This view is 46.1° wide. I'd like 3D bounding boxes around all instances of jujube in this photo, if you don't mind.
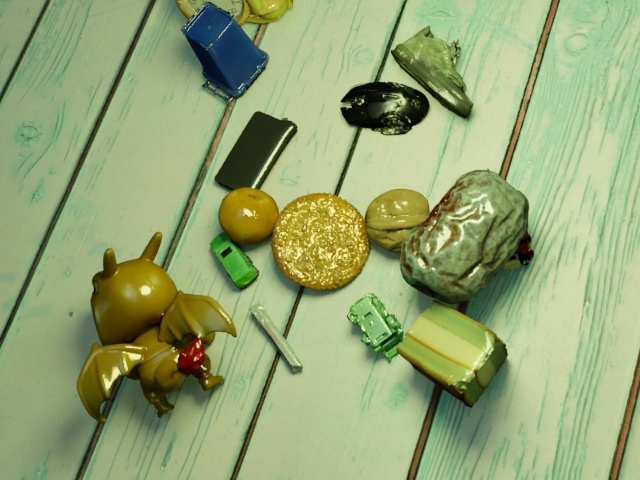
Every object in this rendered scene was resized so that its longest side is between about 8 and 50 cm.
[{"bbox_3d":[0.321,-0.008,1.665,0.226,0.226,0.317,36,88,25],"label":"jujube"}]

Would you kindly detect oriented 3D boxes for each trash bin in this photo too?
[{"bbox_3d":[-0.270,-0.515,2.056,0.162,0.234,0.184,35,83,25],"label":"trash bin"}]

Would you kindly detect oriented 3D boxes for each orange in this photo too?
[{"bbox_3d":[-0.184,-0.059,1.916,0.159,0.159,0.136,31,125,25],"label":"orange"}]

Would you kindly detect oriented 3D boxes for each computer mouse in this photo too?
[{"bbox_3d":[0.164,-0.355,1.950,0.241,0.077,0.147,2,69,18],"label":"computer mouse"}]

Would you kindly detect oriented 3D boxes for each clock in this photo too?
[{"bbox_3d":[-0.255,-0.729,2.139,0.316,0.244,0.200,-8,48,20],"label":"clock"}]

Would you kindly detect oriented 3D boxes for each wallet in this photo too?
[{"bbox_3d":[-0.174,-0.236,2.032,0.149,0.044,0.250,25,80,28],"label":"wallet"}]

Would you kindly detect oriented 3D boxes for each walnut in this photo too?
[{"bbox_3d":[0.187,-0.047,1.797,0.166,0.149,0.167,3,101,16],"label":"walnut"}]

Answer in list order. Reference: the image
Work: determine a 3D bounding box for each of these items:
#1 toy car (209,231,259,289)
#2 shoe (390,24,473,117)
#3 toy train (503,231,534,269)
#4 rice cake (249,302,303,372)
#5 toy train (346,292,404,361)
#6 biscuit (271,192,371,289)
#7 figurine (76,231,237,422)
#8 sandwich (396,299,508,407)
[{"bbox_3d":[-0.227,0.045,1.932,0.071,0.062,0.165,-38,64,2],"label":"toy car"},{"bbox_3d":[0.315,-0.445,1.914,0.149,0.109,0.293,-44,60,5],"label":"shoe"},{"bbox_3d":[0.444,-0.003,1.747,0.086,0.050,0.138,-14,65,19],"label":"toy train"},{"bbox_3d":[-0.108,0.239,1.840,0.033,0.033,0.208,-35,65,-8],"label":"rice cake"},{"bbox_3d":[0.134,0.200,1.758,0.099,0.081,0.149,-38,59,1],"label":"toy train"},{"bbox_3d":[0.000,0.000,1.859,0.253,0.035,0.254,0,74,0],"label":"biscuit"},{"bbox_3d":[-0.393,0.205,1.816,0.400,0.268,0.387,-33,78,15],"label":"figurine"},{"bbox_3d":[0.274,0.232,1.615,0.198,0.227,0.155,34,83,25],"label":"sandwich"}]
